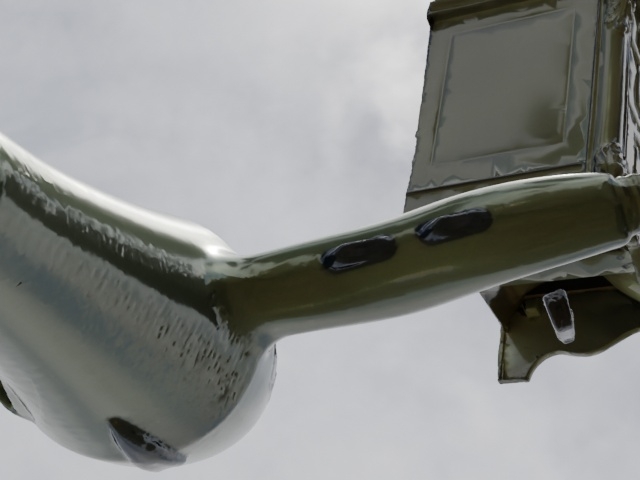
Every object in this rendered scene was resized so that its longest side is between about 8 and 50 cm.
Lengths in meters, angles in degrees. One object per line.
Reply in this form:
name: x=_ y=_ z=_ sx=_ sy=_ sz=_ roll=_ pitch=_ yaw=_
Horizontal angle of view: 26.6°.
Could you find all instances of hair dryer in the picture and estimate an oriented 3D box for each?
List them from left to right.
hair dryer: x=-0.035 y=0.001 z=0.507 sx=0.298 sy=0.296 sz=0.119 roll=-25 pitch=-113 yaw=26

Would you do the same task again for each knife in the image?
knife: x=0.181 y=0.060 z=1.019 sx=0.018 sy=0.121 sz=0.031 roll=-21 pitch=-104 yaw=6

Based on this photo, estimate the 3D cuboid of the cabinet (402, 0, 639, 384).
cabinet: x=0.249 y=-0.061 z=1.372 sx=0.290 sy=0.227 sz=0.318 roll=53 pitch=-143 yaw=-44
